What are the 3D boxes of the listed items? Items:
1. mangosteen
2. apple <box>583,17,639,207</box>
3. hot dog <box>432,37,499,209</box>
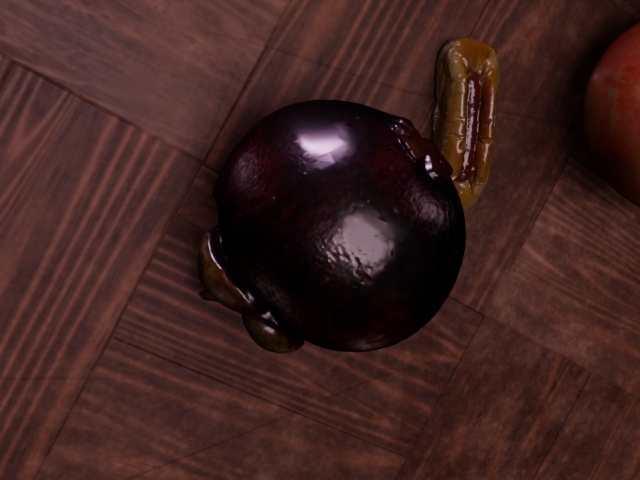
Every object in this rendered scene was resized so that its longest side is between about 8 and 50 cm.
[{"bbox_3d":[0.000,0.000,0.923,0.347,0.307,0.307,-39,116,23],"label":"mangosteen"},{"bbox_3d":[0.525,-0.181,1.083,0.319,0.277,0.319,-1,97,-12],"label":"apple"},{"bbox_3d":[0.199,-0.155,1.066,0.084,0.073,0.243,2,101,-17],"label":"hot dog"}]
